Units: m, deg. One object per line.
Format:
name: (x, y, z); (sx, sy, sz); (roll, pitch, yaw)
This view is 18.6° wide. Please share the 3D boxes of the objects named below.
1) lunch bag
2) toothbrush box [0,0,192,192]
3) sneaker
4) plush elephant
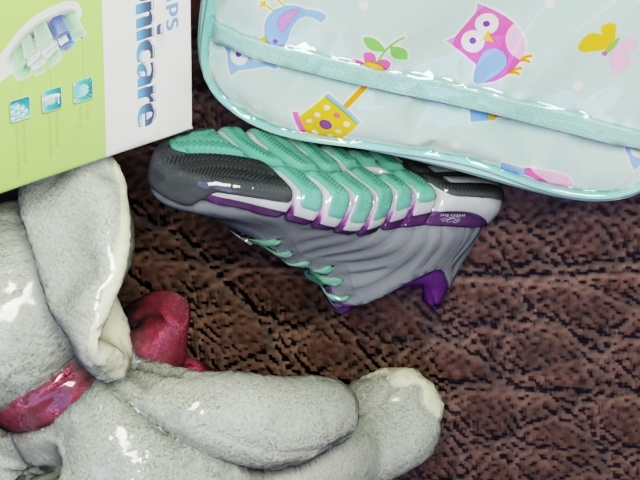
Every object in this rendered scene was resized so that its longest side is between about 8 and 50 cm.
lunch bag: (0.081, -0.139, 1.024); (0.279, 0.108, 0.224); (14, 119, 4)
toothbrush box: (-0.234, -0.103, 0.971); (0.206, 0.283, 0.122); (29, 127, 41)
sneaker: (0.000, 0.000, 1.069); (0.224, 0.083, 0.098); (4, 115, -35)
plush elephant: (-0.134, 0.078, 1.108); (0.272, 0.330, 0.255); (-19, 94, 27)
